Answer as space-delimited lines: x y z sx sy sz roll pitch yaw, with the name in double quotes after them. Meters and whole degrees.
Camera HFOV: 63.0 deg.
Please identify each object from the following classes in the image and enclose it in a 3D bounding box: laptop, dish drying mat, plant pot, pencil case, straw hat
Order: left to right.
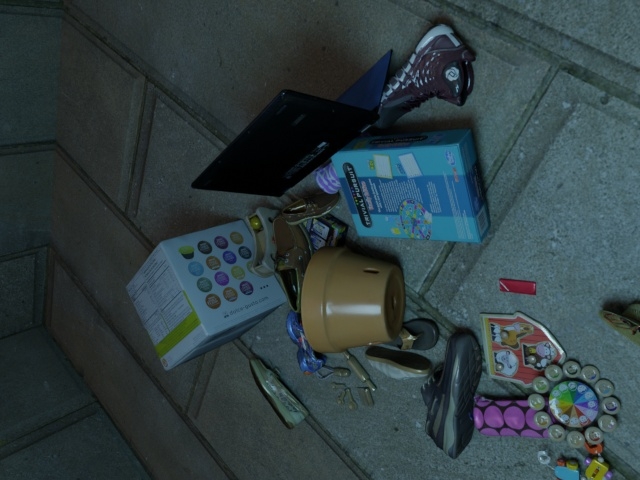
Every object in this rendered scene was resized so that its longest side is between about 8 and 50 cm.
-0.060 -0.292 1.239 0.382 0.408 0.236 -33 66 43 "laptop"
0.070 -0.209 1.402 0.088 0.086 0.206 42 131 -9 "pencil case"
0.102 0.158 1.386 0.204 0.291 0.290 0 104 24 "plant pot"
0.471 0.420 1.251 0.209 0.095 0.098 -17 75 41 "pencil case"
0.458 0.108 1.214 0.083 0.008 0.032 4 106 41 "dish drying mat"
0.634 0.159 1.032 0.144 0.144 0.061 36 85 28 "straw hat"

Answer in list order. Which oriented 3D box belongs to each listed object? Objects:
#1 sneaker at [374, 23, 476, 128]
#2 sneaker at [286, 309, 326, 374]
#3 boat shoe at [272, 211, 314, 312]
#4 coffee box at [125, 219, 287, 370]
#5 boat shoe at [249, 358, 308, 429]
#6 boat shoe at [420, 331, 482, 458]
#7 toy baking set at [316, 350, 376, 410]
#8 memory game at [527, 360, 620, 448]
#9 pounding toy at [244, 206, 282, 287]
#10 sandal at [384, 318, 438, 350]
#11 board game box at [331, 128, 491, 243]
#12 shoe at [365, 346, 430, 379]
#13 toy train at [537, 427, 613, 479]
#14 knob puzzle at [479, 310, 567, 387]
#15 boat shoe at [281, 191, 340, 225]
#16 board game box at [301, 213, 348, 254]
0.244 -0.334 1.200 0.162 0.106 0.281 48 129 16 "sneaker"
-0.040 0.316 1.685 0.087 0.083 0.221 -23 84 25 "sneaker"
-0.082 0.063 1.549 0.111 0.104 0.307 -25 86 46 "boat shoe"
-0.390 0.178 1.767 0.338 0.338 0.334 -40 75 42 "coffee box"
-0.156 0.531 1.858 0.285 0.089 0.104 52 157 20 "boat shoe"
0.321 0.393 1.345 0.130 0.132 0.355 17 114 39 "boat shoe"
0.066 0.431 1.652 0.256 0.030 0.197 53 131 15 "toy baking set"
0.553 0.359 1.144 0.186 0.012 0.186 -3 80 18 "memory game"
-0.177 0.040 1.658 0.155 0.154 0.269 -25 86 43 "pounding toy"
0.224 0.262 1.436 0.219 0.060 0.090 -3 102 42 "sandal"
0.210 -0.125 1.245 0.336 0.079 0.253 5 128 38 "board game box"
0.218 0.351 1.465 0.219 0.077 0.058 5 111 49 "shoe"
0.592 0.492 1.196 0.125 0.046 0.166 55 129 16 "toy train"
0.475 0.262 1.234 0.213 0.030 0.213 14 112 38 "knob puzzle"
-0.029 -0.099 1.495 0.178 0.060 0.064 -23 61 10 "boat shoe"
0.000 0.000 1.561 0.141 0.048 0.170 36 125 31 "board game box"
